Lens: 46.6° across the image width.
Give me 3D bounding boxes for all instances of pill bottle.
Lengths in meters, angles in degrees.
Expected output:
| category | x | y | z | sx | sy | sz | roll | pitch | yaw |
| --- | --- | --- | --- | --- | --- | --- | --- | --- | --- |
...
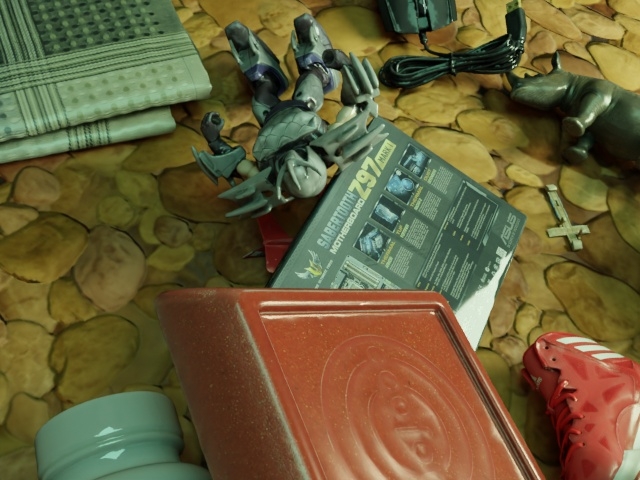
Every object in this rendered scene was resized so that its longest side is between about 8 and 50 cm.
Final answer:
| category | x | y | z | sx | sy | sz | roll | pitch | yaw |
| --- | --- | --- | --- | --- | --- | --- | --- | --- | --- |
| pill bottle | -0.115 | 0.232 | 0.484 | 0.136 | 0.136 | 0.246 | -13 | 60 | -17 |

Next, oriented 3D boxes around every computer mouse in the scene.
| category | x | y | z | sx | sy | sz | roll | pitch | yaw |
| --- | --- | --- | --- | --- | --- | --- | --- | --- | --- |
| computer mouse | 0.152 | -0.302 | 0.905 | 0.184 | 0.060 | 0.262 | -5 | 58 | 3 |

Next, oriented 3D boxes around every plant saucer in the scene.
| category | x | y | z | sx | sy | sz | roll | pitch | yaw |
| --- | --- | --- | --- | --- | --- | --- | --- | --- | --- |
| plant saucer | 0.049 | 0.129 | 0.474 | 0.259 | 0.048 | 0.258 | 5 | 50 | -45 |

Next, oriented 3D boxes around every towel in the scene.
| category | x | y | z | sx | sy | sz | roll | pitch | yaw |
| --- | --- | --- | --- | --- | --- | --- | --- | --- | --- |
| towel | -0.307 | -0.215 | 0.807 | 0.324 | 0.056 | 0.312 | -17 | 58 | -17 |

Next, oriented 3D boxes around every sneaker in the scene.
| category | x | y | z | sx | sy | sz | roll | pitch | yaw |
| --- | --- | --- | --- | --- | --- | --- | --- | --- | --- |
| sneaker | 0.205 | 0.159 | 0.619 | 0.128 | 0.087 | 0.221 | 32 | 36 | 23 |

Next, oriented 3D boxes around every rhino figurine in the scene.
| category | x | y | z | sx | sy | sz | roll | pitch | yaw |
| --- | --- | --- | --- | --- | --- | --- | --- | --- | --- |
| rhino figurine | 0.312 | -0.139 | 0.838 | 0.243 | 0.073 | 0.106 | 35 | 63 | 22 |

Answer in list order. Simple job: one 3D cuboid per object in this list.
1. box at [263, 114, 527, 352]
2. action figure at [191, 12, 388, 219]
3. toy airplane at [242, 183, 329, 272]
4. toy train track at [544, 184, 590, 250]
| category | x | y | z | sx | sy | sz | roll | pitch | yaw |
| --- | --- | --- | --- | --- | --- | --- | --- | --- | --- |
| box | 0.071 | 0.020 | 0.679 | 0.183 | 0.059 | 0.233 | 33 | 56 | -5 |
| action figure | -0.034 | -0.127 | 0.717 | 0.185 | 0.099 | 0.285 | -19 | 38 | 9 |
| toy airplane | 0.000 | 0.000 | 0.721 | 0.151 | 0.028 | 0.151 | 4 | 58 | -7 |
| toy train track | 0.260 | -0.028 | 0.791 | 0.048 | 0.014 | 0.083 | -6 | 58 | -13 |
